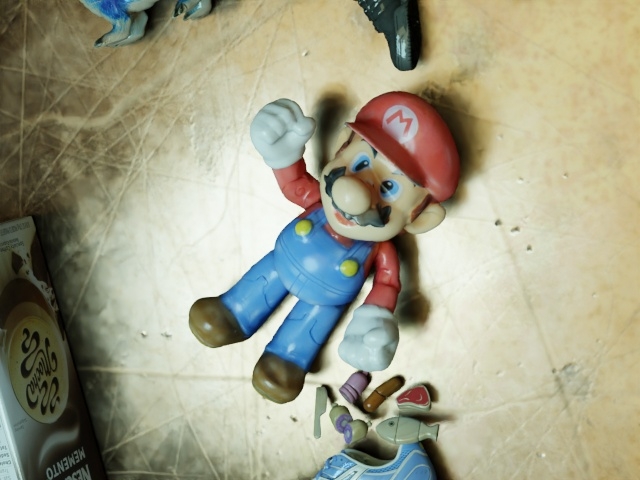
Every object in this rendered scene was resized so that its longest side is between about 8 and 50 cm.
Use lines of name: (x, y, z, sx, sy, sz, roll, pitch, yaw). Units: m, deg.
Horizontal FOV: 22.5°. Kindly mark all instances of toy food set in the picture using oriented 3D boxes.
toy food set: (0.052, 0.158, 1.538, 0.122, 0.019, 0.078, -4, 56, 11)

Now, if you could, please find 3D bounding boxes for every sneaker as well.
sneaker: (0.041, -0.238, 1.488, 0.089, 0.051, 0.170, -4, 92, 16)
sneaker: (0.014, 0.245, 1.554, 0.211, 0.080, 0.081, -13, 88, 7)

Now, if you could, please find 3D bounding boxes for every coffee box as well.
coffee box: (-0.326, 0.140, 1.579, 0.119, 0.168, 0.297, -13, 95, 17)

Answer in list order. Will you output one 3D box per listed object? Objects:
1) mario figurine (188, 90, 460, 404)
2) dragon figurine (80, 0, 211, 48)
mario figurine: (0.000, 0.000, 1.464, 0.198, 0.170, 0.320, 25, 115, -25)
dragon figurine: (-0.166, -0.272, 1.519, 0.289, 0.085, 0.144, -18, 93, 18)
